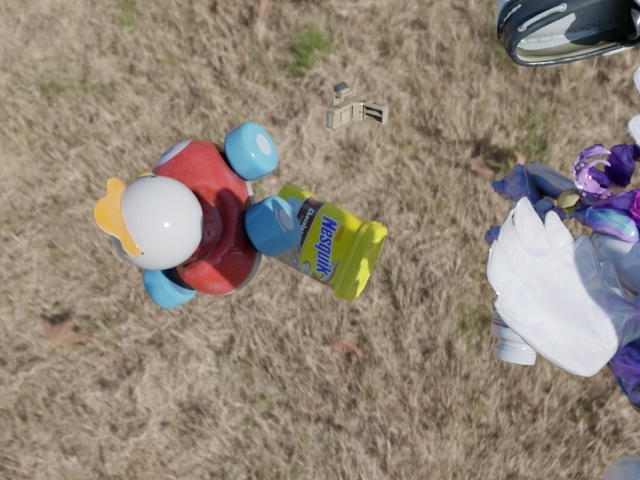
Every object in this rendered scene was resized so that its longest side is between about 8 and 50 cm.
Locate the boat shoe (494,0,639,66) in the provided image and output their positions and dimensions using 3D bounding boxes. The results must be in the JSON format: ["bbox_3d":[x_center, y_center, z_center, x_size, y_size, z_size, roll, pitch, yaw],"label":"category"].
[{"bbox_3d":[0.366,-0.273,1.024,0.303,0.114,0.091,-14,47,14],"label":"boat shoe"}]

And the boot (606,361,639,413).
[{"bbox_3d":[0.354,0.107,1.043,0.076,0.208,0.189,-36,25,-1],"label":"boot"}]

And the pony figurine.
[{"bbox_3d":[0.295,0.015,0.790,0.303,0.363,0.351,-46,107,-4],"label":"pony figurine"}]

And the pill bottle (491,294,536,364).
[{"bbox_3d":[0.318,0.111,1.347,0.087,0.087,0.160,9,91,12],"label":"pill bottle"}]

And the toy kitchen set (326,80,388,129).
[{"bbox_3d":[0.062,-0.227,1.446,0.075,0.068,0.083,21,36,30],"label":"toy kitchen set"}]

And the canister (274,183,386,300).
[{"bbox_3d":[0.000,0.000,1.318,0.170,0.073,0.126,27,106,19],"label":"canister"}]

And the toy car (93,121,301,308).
[{"bbox_3d":[-0.187,-0.039,1.047,0.219,0.238,0.210,-25,72,26],"label":"toy car"}]

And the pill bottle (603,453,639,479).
[{"bbox_3d":[0.461,0.340,1.008,0.323,0.181,0.181,-4,64,4],"label":"pill bottle"}]
